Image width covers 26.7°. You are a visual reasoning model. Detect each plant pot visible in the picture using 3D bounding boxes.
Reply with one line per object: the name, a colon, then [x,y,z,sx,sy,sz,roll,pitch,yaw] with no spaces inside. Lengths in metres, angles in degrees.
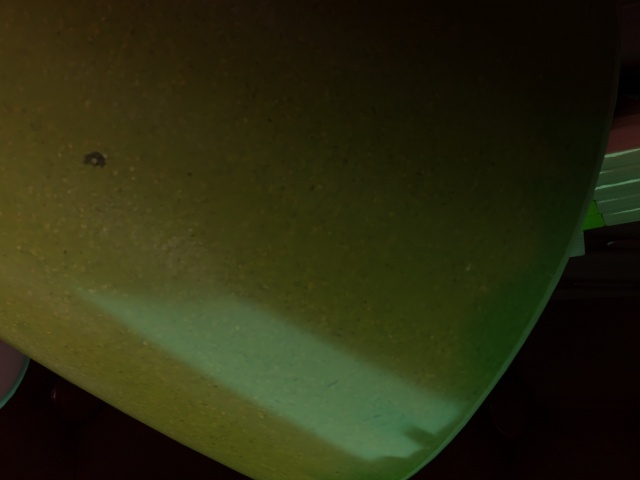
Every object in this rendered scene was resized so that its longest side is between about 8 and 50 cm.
plant pot: [-0.088,-0.068,0.522,0.294,0.274,0.275,21,166,-23]

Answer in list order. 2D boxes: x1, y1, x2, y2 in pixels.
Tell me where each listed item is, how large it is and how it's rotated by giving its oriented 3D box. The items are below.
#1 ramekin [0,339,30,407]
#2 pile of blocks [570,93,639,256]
ramekin: [-0.435,0.087,1.412,0.135,0.277,0.277,-18,162,40]
pile of blocks: [0.142,-0.048,1.070,0.362,0.112,0.149,-27,142,38]
